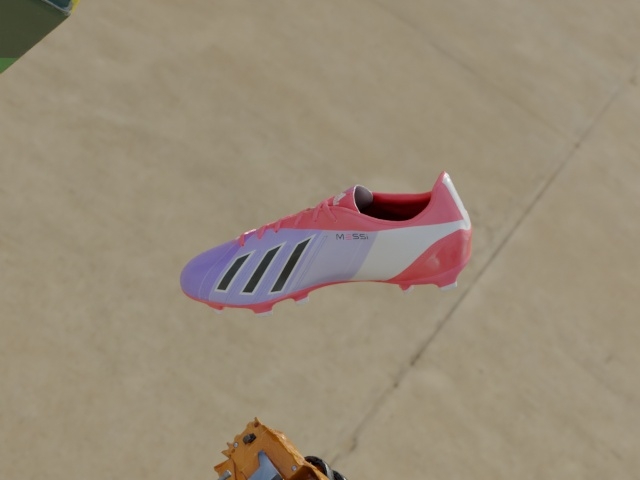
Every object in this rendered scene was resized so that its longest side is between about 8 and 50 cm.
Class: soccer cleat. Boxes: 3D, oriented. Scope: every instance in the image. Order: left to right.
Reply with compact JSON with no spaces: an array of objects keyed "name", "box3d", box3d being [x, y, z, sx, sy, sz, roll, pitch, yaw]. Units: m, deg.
[{"name":"soccer cleat","box3d":[0.000,0.000,1.188,0.248,0.095,0.083,-6,27,16]}]

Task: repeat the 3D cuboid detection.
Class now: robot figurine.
[{"name":"robot figurine","box3d":[0.030,0.291,1.299,0.291,0.085,0.211,48,3,39]}]

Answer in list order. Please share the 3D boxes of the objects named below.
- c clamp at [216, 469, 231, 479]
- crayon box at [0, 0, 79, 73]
[{"name":"c clamp","box3d":[-0.101,0.288,1.195,0.022,0.137,0.161,30,24,-47]},{"name":"crayon box","box3d":[-0.224,-0.311,1.169,0.106,0.313,0.363,28,69,-23]}]
